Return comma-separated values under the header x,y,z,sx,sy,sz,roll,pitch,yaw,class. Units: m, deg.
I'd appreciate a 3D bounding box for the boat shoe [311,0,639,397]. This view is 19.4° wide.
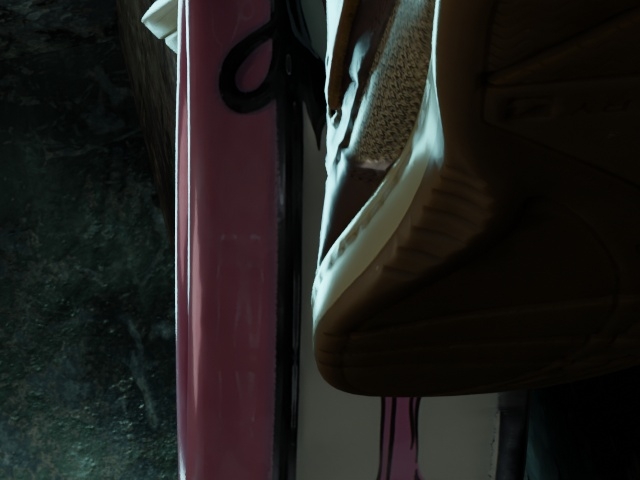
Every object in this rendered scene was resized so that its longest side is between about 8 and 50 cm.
x,y,z,sx,sy,sz,roll,pitch,yaw,class
0.057,-0.053,0.499,0.342,0.123,0.123,94,172,-66,boat shoe

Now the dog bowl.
x,y,z,sx,sy,sz,roll,pitch,yaw,class
0.000,0.000,0.976,0.408,0.150,0.407,180,90,-84,dog bowl

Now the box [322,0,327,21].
x,y,z,sx,sy,sz,roll,pitch,yaw,class
0.071,-0.205,0.586,0.381,0.143,0.191,118,140,-73,box

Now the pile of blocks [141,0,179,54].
x,y,z,sx,sy,sz,roll,pitch,yaw,class
-0.009,-0.229,1.217,0.112,0.149,0.362,-56,-7,-33,pile of blocks
